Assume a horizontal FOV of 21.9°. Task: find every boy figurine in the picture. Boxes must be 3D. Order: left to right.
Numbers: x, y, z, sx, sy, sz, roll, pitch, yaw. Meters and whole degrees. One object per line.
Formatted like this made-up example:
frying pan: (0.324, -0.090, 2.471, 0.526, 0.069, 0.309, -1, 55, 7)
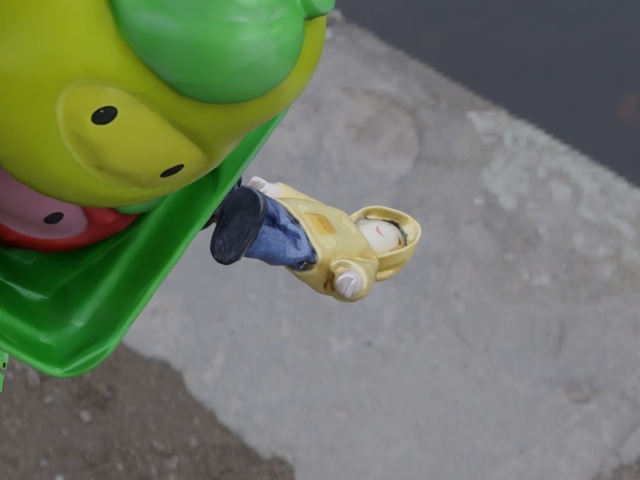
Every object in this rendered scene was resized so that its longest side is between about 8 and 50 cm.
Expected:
boy figurine: (0.000, 0.000, 1.662, 0.285, 0.092, 0.177, 13, 27, -45)

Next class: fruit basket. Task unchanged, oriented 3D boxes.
fruit basket: (-0.162, -0.089, 0.880, 0.392, 0.392, 0.283, 37, 91, 33)

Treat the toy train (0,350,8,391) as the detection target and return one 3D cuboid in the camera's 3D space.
toy train: (-0.379, 0.140, 1.951, 0.023, 0.083, 0.017, 8, 9, -8)
